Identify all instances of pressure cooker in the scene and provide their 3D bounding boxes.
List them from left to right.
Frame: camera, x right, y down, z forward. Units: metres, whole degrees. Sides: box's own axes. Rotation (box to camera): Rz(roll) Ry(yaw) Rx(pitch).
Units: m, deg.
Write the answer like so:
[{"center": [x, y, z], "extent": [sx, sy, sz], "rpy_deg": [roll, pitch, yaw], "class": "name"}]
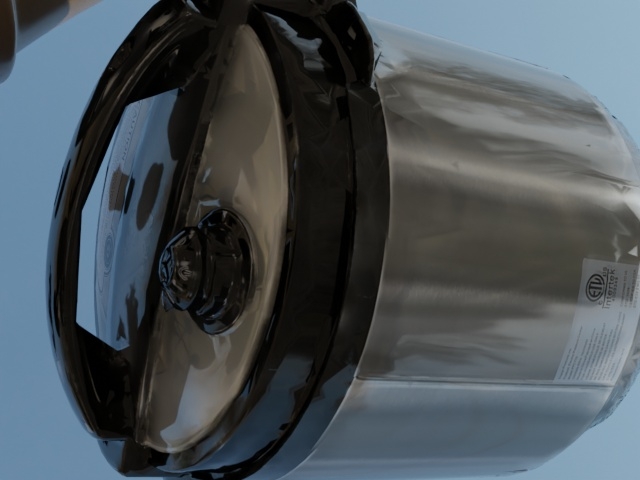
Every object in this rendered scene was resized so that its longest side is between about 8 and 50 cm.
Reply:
[{"center": [0.003, 0.000, 0.722], "extent": [0.420, 0.375, 0.370], "rpy_deg": [6, -119, -32], "class": "pressure cooker"}]

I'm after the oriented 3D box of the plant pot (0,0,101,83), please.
[{"center": [-0.229, -0.262, 0.691], "extent": [0.229, 0.263, 0.263], "rpy_deg": [-27, -110, -28], "class": "plant pot"}]
